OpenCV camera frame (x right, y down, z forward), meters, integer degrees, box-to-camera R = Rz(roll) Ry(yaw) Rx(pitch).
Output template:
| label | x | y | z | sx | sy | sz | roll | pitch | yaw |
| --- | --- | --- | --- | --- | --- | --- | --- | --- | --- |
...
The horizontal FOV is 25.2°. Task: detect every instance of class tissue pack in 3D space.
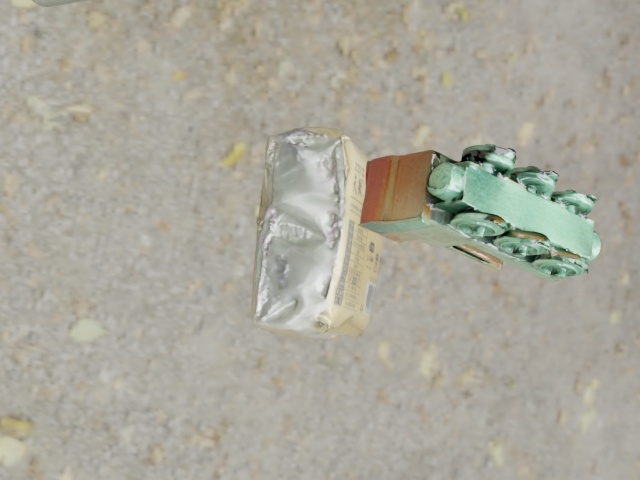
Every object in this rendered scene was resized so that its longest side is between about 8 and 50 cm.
| label | x | y | z | sx | sy | sz | roll | pitch | yaw |
| --- | --- | --- | --- | --- | --- | --- | --- | --- | --- |
| tissue pack | 0.000 | 0.000 | 1.342 | 0.222 | 0.090 | 0.186 | 22 | 73 | -77 |

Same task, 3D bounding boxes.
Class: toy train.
| label | x | y | z | sx | sy | sz | roll | pitch | yaw |
| --- | --- | --- | --- | --- | --- | --- | --- | --- | --- |
| toy train | 0.126 | -0.017 | 1.074 | 0.176 | 0.118 | 0.074 | 22 | 70 | -39 |

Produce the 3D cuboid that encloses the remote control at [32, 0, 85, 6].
| label | x | y | z | sx | sy | sz | roll | pitch | yaw |
| --- | --- | --- | --- | --- | --- | --- | --- | --- | --- |
| remote control | -0.228 | -0.267 | 1.368 | 0.042 | 0.221 | 0.078 | -29 | 111 | -38 |
